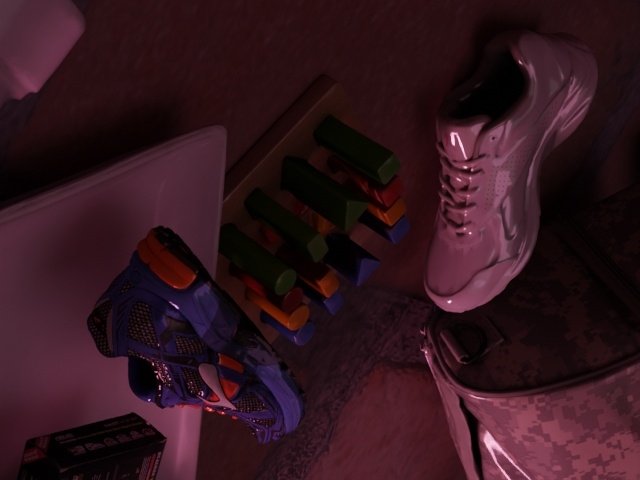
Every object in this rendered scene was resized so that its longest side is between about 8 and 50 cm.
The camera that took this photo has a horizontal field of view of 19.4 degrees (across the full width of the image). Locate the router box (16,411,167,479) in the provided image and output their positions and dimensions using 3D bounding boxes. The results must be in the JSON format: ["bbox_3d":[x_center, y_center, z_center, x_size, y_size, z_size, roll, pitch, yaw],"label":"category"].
[{"bbox_3d":[-0.158,0.178,1.220,0.092,0.038,0.122,-9,126,-46],"label":"router box"}]

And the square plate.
[{"bbox_3d":[-0.211,0.112,1.177,0.344,0.049,0.347,-24,135,-38],"label":"square plate"}]

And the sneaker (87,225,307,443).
[{"bbox_3d":[-0.082,0.074,1.206,0.087,0.083,0.221,-39,139,-1],"label":"sneaker"}]

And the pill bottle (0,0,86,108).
[{"bbox_3d":[-0.282,-0.009,0.847,0.363,0.210,0.210,-52,146,-5],"label":"pill bottle"}]

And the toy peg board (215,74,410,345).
[{"bbox_3d":[0.000,0.000,1.314,0.161,0.079,0.160,-47,145,-12],"label":"toy peg board"}]

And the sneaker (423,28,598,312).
[{"bbox_3d":[0.118,-0.059,1.418,0.115,0.090,0.232,13,99,-47],"label":"sneaker"}]

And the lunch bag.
[{"bbox_3d":[0.228,0.130,1.588,0.256,0.212,0.305,-27,137,-10],"label":"lunch bag"}]
